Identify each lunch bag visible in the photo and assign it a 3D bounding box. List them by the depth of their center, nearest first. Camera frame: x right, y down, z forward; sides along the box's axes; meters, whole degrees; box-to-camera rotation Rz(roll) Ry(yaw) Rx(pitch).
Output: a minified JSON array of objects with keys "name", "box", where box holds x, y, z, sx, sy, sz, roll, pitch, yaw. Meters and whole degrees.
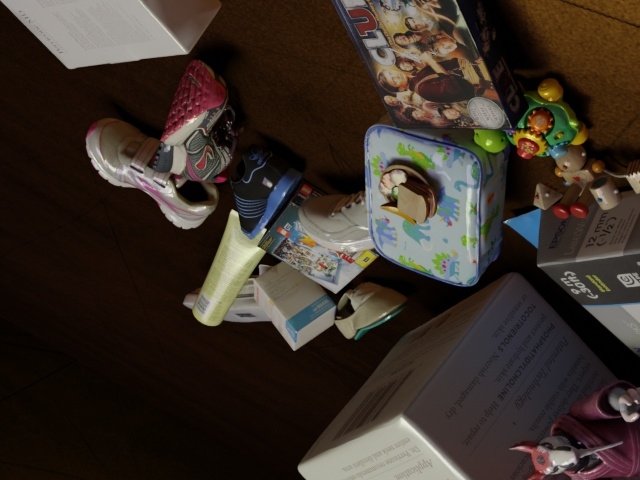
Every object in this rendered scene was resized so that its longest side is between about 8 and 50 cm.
[{"name":"lunch bag","box":[0.140,-0.061,1.433,0.176,0.090,0.219,18,133,27]}]

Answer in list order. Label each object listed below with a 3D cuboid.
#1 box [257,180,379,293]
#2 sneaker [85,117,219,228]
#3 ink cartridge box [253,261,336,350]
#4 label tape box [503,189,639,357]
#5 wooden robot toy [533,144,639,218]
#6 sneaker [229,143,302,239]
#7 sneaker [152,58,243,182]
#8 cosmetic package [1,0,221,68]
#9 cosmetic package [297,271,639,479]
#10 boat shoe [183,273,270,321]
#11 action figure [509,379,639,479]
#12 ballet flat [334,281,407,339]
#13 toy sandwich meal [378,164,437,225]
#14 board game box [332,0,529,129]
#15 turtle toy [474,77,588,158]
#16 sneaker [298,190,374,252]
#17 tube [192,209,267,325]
[{"name":"box","box":[0.000,0.000,1.847,0.159,0.044,0.233,32,157,-5]},{"name":"sneaker","box":[-0.260,-0.119,1.858,0.252,0.103,0.111,34,153,-25]},{"name":"ink cartridge box","box":[-0.051,0.101,2.011,0.143,0.090,0.092,51,162,19]},{"name":"label tape box","box":[0.404,0.057,1.407,0.249,0.115,0.347,39,153,-22]},{"name":"wooden robot toy","box":[0.298,-0.077,1.319,0.173,0.076,0.079,-4,129,52]},{"name":"sneaker","box":[-0.098,-0.078,1.773,0.090,0.081,0.232,39,153,0]},{"name":"sneaker","box":[-0.163,-0.164,1.635,0.112,0.121,0.299,18,165,-7]},{"name":"cosmetic package","box":[-0.341,-0.379,1.412,0.284,0.097,0.377,1,144,45]},{"name":"cosmetic package","box":[0.253,0.331,1.703,0.394,0.327,0.329,47,143,-4]},{"name":"boat shoe","box":[-0.154,0.099,2.169,0.096,0.088,0.267,29,158,-37]},{"name":"action figure","box":[0.419,0.242,1.495,0.370,0.248,0.276,-4,-158,-8]},{"name":"ballet flat","box":[0.074,0.115,1.963,0.086,0.086,0.248,32,158,-5]},{"name":"toy sandwich meal","box":[0.102,-0.052,1.381,0.085,0.029,0.085,25,137,26]},{"name":"board game box","box":[0.106,-0.224,1.223,0.165,0.042,0.243,6,138,44]},{"name":"turtle toy","box":[0.232,-0.128,1.289,0.130,0.066,0.095,4,146,45]},{"name":"sneaker","box":[0.079,-0.049,1.616,0.262,0.099,0.121,6,141,29]},{"name":"tube","box":[-0.158,0.053,2.040,0.070,0.062,0.240,1,135,-32]}]
